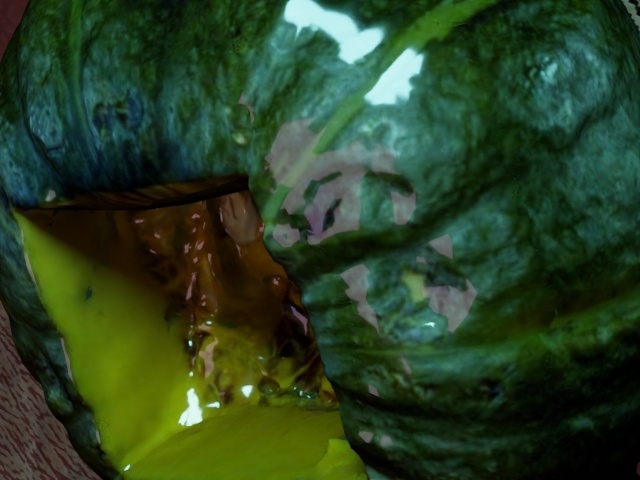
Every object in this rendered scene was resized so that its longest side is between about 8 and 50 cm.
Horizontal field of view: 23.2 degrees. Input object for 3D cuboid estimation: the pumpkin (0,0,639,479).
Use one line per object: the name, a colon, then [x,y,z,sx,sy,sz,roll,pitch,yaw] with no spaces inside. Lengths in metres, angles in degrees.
pumpkin: [0.000,0.000,0.626,0.320,0.192,0.320,22,127,33]
